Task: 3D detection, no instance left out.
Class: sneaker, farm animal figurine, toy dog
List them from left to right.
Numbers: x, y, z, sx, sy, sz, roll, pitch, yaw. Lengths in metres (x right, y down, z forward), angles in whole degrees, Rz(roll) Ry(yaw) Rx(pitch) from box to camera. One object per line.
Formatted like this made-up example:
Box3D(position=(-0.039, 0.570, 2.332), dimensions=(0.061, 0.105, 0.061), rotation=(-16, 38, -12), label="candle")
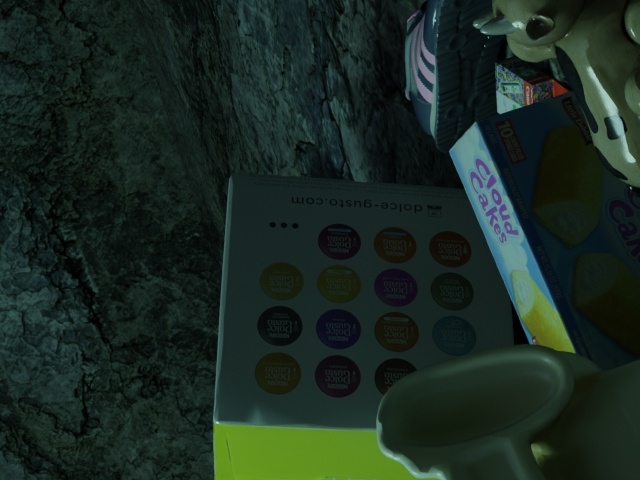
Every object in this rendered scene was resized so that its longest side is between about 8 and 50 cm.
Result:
Box3D(position=(0.137, -0.240, 1.349), dimensions=(0.131, 0.112, 0.319), rotation=(58, 158, 31), label="sneaker")
Box3D(position=(0.210, -0.174, 0.934), dimensions=(0.327, 0.172, 0.330), rotation=(60, -171, -2), label="farm animal figurine")
Box3D(position=(0.261, 0.254, 1.094), dimensions=(0.284, 0.395, 0.408), rotation=(56, 176, 32), label="toy dog")

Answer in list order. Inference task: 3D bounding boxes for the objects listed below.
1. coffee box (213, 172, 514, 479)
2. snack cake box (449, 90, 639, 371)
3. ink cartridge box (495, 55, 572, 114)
Box3D(position=(0.042, 0.155, 1.522), dimensions=(0.338, 0.337, 0.334), rotation=(98, 174, -57), label="coffee box")
Box3D(position=(0.249, -0.003, 1.169), dimensions=(0.089, 0.152, 0.264), rotation=(127, 122, -71), label="snack cake box")
Box3D(position=(0.227, -0.148, 1.302), dimensions=(0.115, 0.029, 0.063), rotation=(-131, 27, -54), label="ink cartridge box")
